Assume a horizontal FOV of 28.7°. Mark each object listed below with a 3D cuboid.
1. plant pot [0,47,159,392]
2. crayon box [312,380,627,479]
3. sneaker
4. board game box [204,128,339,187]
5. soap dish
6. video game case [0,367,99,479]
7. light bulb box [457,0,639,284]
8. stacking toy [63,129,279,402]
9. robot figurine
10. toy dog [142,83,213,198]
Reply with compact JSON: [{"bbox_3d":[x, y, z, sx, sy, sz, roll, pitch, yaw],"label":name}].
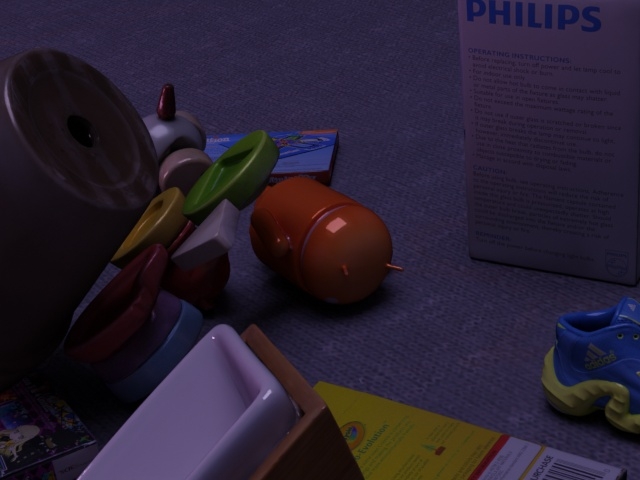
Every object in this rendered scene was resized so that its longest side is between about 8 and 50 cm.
[{"bbox_3d":[-0.325,-0.043,1.273,0.280,0.323,0.323,-35,16,29],"label":"plant pot"},{"bbox_3d":[0.083,0.241,1.105,0.318,0.081,0.202,14,35,32],"label":"crayon box"},{"bbox_3d":[0.329,0.128,1.213,0.240,0.126,0.091,7,32,25],"label":"sneaker"},{"bbox_3d":[-0.118,-0.119,1.862,0.281,0.027,0.145,-2,31,8],"label":"board game box"},{"bbox_3d":[-0.105,0.217,0.982,0.291,0.118,0.229,-48,19,-3],"label":"soap dish"},{"bbox_3d":[-0.370,0.206,1.305,0.210,0.042,0.232,-21,32,-26],"label":"video game case"},{"bbox_3d":[0.341,-0.197,1.561,0.225,0.361,0.358,9,32,26],"label":"light bulb box"},{"bbox_3d":[-0.130,0.035,1.400,0.279,0.130,0.309,-34,22,30],"label":"stacking toy"},{"bbox_3d":[-0.002,0.000,1.516,0.128,0.158,0.219,-47,41,-12],"label":"robot figurine"},{"bbox_3d":[-0.295,-0.115,1.716,0.333,0.161,0.220,-29,39,-27],"label":"toy dog"}]
